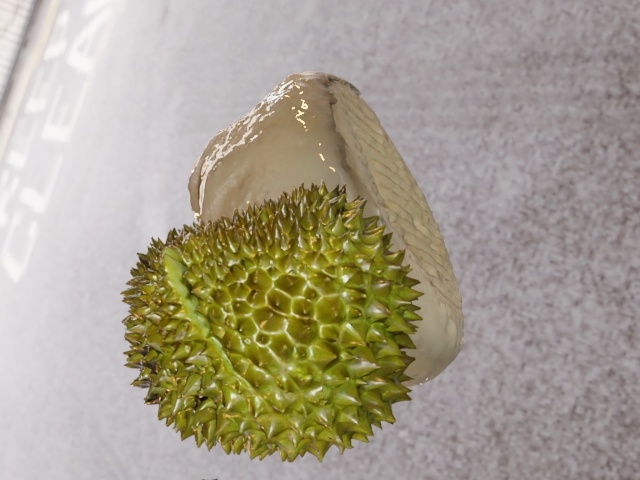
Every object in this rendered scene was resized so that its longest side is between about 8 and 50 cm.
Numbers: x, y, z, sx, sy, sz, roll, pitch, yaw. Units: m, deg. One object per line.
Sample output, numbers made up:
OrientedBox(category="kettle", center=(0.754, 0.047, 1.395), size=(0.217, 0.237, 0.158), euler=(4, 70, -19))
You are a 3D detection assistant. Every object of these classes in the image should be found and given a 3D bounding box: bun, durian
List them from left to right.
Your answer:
OrientedBox(category="durian", center=(-0.027, 0.051, 0.648), size=(0.198, 0.159, 0.146), euler=(118, 136, -80))
OrientedBox(category="bun", center=(0.000, 0.000, 1.276), size=(0.211, 0.359, 0.359), euler=(-29, 36, 16))

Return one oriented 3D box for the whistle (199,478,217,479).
OrientedBox(category="whistle", center=(-0.129, 0.440, 1.418), size=(0.062, 0.062, 0.304), euler=(-40, 51, 55))
